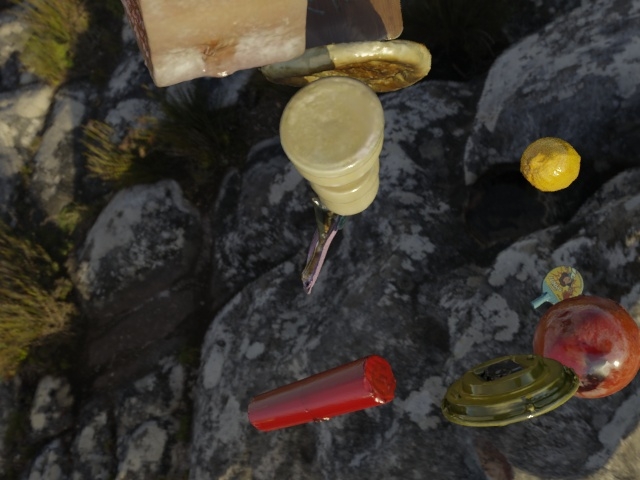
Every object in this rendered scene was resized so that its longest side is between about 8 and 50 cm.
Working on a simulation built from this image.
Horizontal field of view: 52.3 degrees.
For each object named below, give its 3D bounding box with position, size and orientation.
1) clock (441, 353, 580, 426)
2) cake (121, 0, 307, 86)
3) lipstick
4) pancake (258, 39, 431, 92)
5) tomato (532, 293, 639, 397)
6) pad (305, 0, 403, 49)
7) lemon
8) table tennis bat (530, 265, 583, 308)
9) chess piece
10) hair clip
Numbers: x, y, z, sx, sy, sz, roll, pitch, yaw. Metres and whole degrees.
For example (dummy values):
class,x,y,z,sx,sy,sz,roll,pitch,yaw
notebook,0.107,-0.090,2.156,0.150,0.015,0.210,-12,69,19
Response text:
class,x,y,z,sx,sy,sz,roll,pitch,yaw
clock,0.311,0.239,1.100,0.237,0.237,0.057,-17,94,24
cake,-0.165,-0.391,0.843,0.230,0.237,0.308,-19,66,-18
lipstick,-0.006,0.242,1.002,0.280,0.073,0.073,-29,54,43
pancake,0.048,-0.339,1.295,0.356,0.356,0.065,5,96,32
tomato,0.541,0.218,1.326,0.208,0.208,0.184,12,41,34
pad,0.022,-0.554,1.379,0.284,0.018,0.286,-12,100,-8
lemon,0.612,-0.199,1.726,0.142,0.187,0.142,-9,77,44
table tennis bat,0.608,0.127,1.681,0.155,0.019,0.100,-30,84,-8
chess piece,0.038,-0.131,1.113,0.167,0.299,0.167,-3,71,9
hair clip,0.000,-0.002,1.575,0.096,0.358,0.110,-25,63,-27
